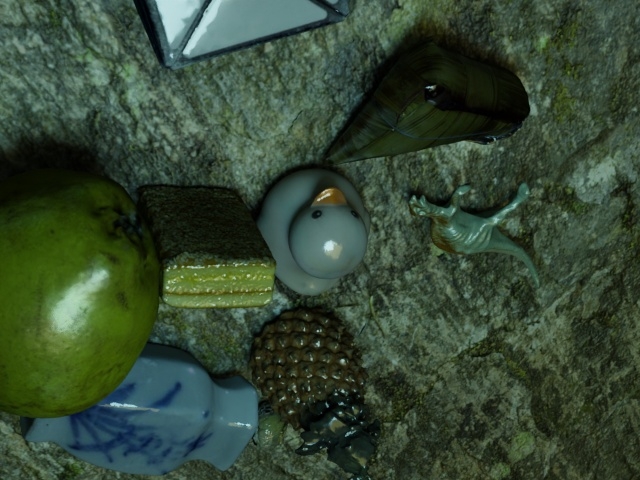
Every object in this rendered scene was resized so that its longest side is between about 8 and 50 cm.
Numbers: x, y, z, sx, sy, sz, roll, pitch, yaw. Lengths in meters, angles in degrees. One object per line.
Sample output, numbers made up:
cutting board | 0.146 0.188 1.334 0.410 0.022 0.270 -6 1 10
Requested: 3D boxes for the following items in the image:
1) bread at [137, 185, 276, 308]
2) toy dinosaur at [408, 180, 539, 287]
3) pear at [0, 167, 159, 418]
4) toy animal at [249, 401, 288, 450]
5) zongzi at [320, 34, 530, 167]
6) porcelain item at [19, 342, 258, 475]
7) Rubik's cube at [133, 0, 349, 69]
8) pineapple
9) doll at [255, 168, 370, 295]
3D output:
bread | -0.188 0.012 1.356 0.184 0.234 0.110 0 124 -24
toy dinosaur | 0.330 -0.026 1.654 0.205 0.092 0.393 -38 133 9
pear | -0.412 0.078 1.225 0.352 0.352 0.413 20 134 -35
toy animal | -0.112 0.380 1.803 0.098 0.137 0.098 16 141 13
zongzi | 0.175 -0.196 1.444 0.286 0.138 0.300 7 143 -42
porcelain item | -0.333 0.310 1.571 0.405 0.178 0.242 18 119 -30
Rubik's cube | -0.133 -0.398 1.041 0.255 0.259 0.260 -19 128 -11
pineapple | 0.006 0.306 1.597 0.223 0.357 0.223 -14 134 -15
doll | 0.000 0.000 1.447 0.221 0.221 0.251 -5 131 -20
